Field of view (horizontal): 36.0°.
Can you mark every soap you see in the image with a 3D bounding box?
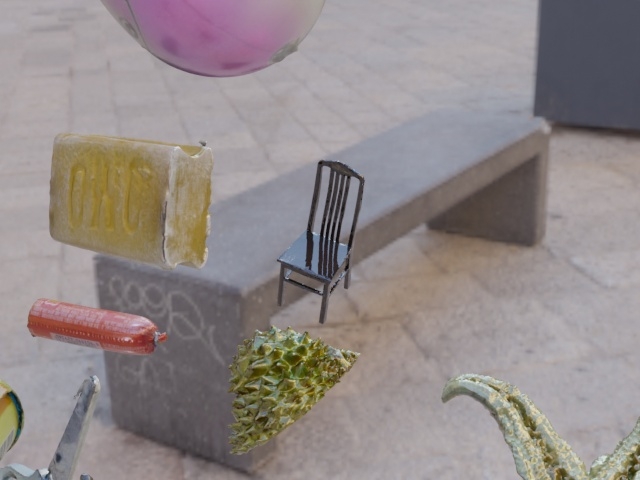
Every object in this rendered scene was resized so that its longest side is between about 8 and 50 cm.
[{"bbox_3d":[-0.271,-0.063,1.384,0.274,0.174,0.089,10,9,42],"label":"soap"}]

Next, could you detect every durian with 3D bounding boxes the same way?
[{"bbox_3d":[-0.065,0.163,1.116,0.186,0.108,0.119,-41,-5,27],"label":"durian"}]

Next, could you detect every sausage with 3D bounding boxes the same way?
[{"bbox_3d":[-0.393,0.157,1.750,0.274,0.074,0.074,8,21,24],"label":"sausage"}]

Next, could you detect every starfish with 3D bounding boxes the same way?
[{"bbox_3d":[0.141,0.133,0.463,0.216,0.050,0.223,21,50,34],"label":"starfish"}]

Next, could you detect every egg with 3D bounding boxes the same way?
[{"bbox_3d":[-0.105,-0.259,0.788,0.196,0.271,0.196,-26,-16,-8],"label":"egg"}]

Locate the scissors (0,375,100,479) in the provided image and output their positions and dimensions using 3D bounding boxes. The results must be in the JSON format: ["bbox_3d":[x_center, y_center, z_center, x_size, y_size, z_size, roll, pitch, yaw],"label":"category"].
[{"bbox_3d":[-0.290,0.262,1.074,0.029,0.360,0.191,-16,55,-40],"label":"scissors"}]

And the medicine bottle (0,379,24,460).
[{"bbox_3d":[-0.399,0.231,0.999,0.124,0.124,0.239,1,17,4],"label":"medicine bottle"}]

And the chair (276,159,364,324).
[{"bbox_3d":[0.000,0.000,1.369,0.084,0.213,0.101,21,42,17],"label":"chair"}]

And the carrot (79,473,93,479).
[{"bbox_3d":[-0.141,0.336,0.768,0.070,0.342,0.070,-13,9,2],"label":"carrot"}]
